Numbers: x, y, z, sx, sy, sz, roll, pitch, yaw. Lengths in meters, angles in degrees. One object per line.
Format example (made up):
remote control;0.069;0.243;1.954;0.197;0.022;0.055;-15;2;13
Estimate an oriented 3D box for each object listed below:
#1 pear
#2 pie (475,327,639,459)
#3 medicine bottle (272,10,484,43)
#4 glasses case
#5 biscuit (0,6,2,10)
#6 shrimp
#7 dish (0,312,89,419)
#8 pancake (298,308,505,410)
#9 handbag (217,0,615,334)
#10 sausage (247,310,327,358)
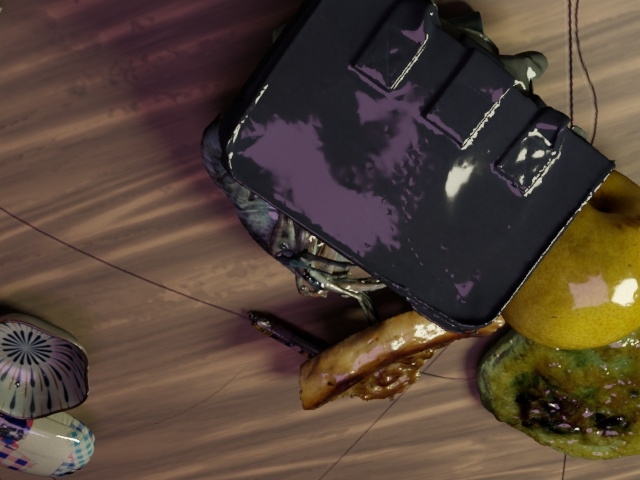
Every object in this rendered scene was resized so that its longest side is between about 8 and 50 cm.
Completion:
pear;0.275;0.023;1.150;0.209;0.208;0.208;0;132;0
pie;0.361;0.189;1.395;0.323;0.070;0.323;1;133;1
medicine bottle;0.059;-0.193;1.055;0.209;0.053;0.090;-9;132;5
glasses case;-0.470;0.245;1.444;0.327;0.076;0.125;28;129;-22
biscuit;-0.438;-0.209;1.007;0.239;0.108;0.061;-2;130;3
shrimp;-0.001;-0.001;1.150;0.137;0.172;0.372;-27;129;26
dish;-0.385;0.149;1.365;0.191;0.066;0.190;0;130;0
pancake;0.081;0.151;1.320;0.212;0.056;0.257;5;139;-38
handbag;0.094;-0.101;0.998;0.326;0.118;0.269;35;101;-16
sausage;-0.017;0.142;1.383;0.198;0.025;0.028;33;139;-26
